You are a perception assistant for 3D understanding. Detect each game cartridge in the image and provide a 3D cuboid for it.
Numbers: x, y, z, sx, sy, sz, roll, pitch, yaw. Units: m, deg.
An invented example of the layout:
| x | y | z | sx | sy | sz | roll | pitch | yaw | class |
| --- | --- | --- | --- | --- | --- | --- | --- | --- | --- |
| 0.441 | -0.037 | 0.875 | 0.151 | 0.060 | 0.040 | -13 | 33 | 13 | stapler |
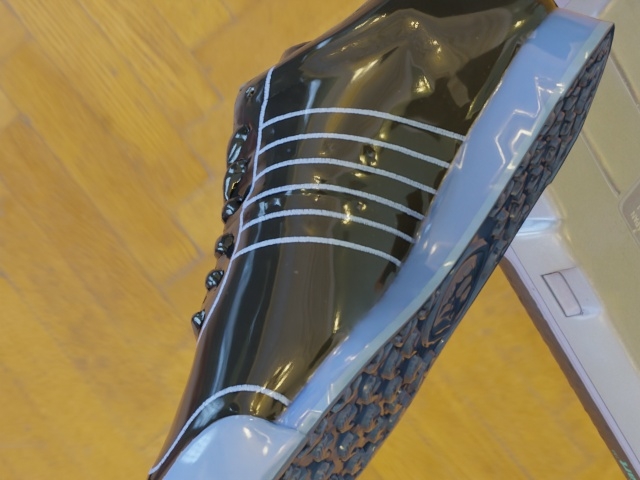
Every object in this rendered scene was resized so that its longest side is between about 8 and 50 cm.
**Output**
| x | y | z | sx | sy | sz | roll | pitch | yaw | class |
| --- | --- | --- | --- | --- | --- | --- | --- | --- | --- |
| 0.211 | 0.018 | 0.866 | 0.230 | 0.068 | 0.355 | -44 | 115 | -25 | game cartridge |

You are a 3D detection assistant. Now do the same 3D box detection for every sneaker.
| x | y | z | sx | sy | sz | roll | pitch | yaw | class |
| --- | --- | --- | --- | --- | --- | --- | --- | --- | --- |
| 0.000 | 0.000 | 0.535 | 0.090 | 0.081 | 0.232 | 28 | 61 | 16 | sneaker |
